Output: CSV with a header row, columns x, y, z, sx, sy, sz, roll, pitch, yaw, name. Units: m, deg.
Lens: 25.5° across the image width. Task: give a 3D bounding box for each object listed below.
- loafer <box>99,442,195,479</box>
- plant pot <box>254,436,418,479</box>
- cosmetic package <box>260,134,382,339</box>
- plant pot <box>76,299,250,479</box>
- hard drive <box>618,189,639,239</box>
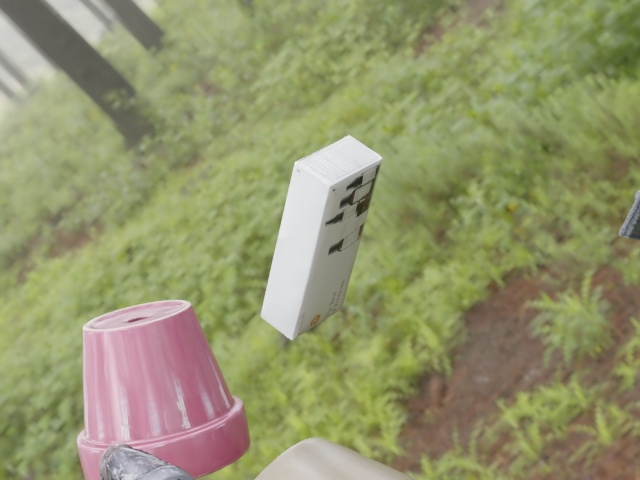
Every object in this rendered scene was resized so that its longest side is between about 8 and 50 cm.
x,y,z,sx,sy,sz,roll,pitch,yaw,name
-0.151,0.318,1.380,0.109,0.302,0.095,-29,42,-28,loafer
0.047,0.376,1.578,0.280,0.323,0.323,37,79,25,plant pot
0.000,0.000,1.676,0.099,0.060,0.239,-28,-36,-40,cosmetic package
-0.194,0.172,1.637,0.201,0.180,0.201,-11,9,2,plant pot
0.404,-0.121,1.463,0.254,0.054,0.172,-52,-14,-26,hard drive
